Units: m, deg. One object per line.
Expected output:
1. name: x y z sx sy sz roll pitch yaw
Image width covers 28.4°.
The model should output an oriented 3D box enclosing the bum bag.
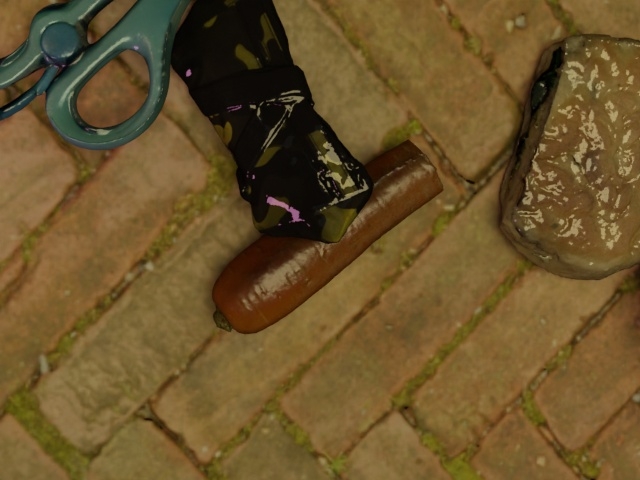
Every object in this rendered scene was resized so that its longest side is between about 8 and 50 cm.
1. bum bag: -0.041 -0.099 1.019 0.106 0.060 0.232 -28 80 14

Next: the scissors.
1. scissors: -0.118 -0.232 1.008 0.180 0.032 0.393 44 83 3

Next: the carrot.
1. carrot: 0.000 0.000 1.063 0.225 0.067 0.067 -37 103 -9

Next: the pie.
1. pie: 0.256 -0.068 1.121 0.185 0.052 0.218 19 90 -14
